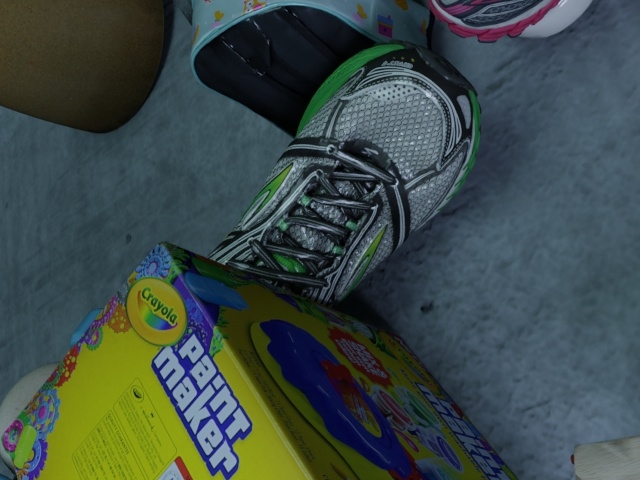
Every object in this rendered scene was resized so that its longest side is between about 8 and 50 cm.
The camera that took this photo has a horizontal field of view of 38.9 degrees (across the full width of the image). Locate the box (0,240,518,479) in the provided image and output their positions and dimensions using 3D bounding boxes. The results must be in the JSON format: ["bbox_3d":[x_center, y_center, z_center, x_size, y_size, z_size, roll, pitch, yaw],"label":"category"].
[{"bbox_3d":[0.001,0.188,0.572,0.177,0.279,0.290,-49,51,12],"label":"box"}]

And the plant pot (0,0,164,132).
[{"bbox_3d":[-0.350,-0.251,1.027,0.237,0.254,0.237,0,90,40],"label":"plant pot"}]

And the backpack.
[{"bbox_3d":[-0.013,-0.174,0.748,0.166,0.188,0.144,-19,68,41],"label":"backpack"}]

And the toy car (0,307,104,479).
[{"bbox_3d":[-0.193,0.231,0.870,0.210,0.238,0.219,22,55,10],"label":"toy car"}]

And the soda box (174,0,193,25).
[{"bbox_3d":[-0.103,-0.241,0.948,0.060,0.053,0.169,-53,49,23],"label":"soda box"}]

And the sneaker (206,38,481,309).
[{"bbox_3d":[0.000,0.000,0.695,0.343,0.134,0.146,-53,4,33],"label":"sneaker"}]

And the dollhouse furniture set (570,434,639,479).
[{"bbox_3d":[0.218,0.076,0.504,0.129,0.129,0.184,-22,67,40],"label":"dollhouse furniture set"}]

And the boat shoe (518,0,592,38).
[{"bbox_3d":[0.076,-0.298,0.710,0.127,0.158,0.340,-48,51,26],"label":"boat shoe"}]

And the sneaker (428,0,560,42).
[{"bbox_3d":[0.188,-0.253,0.577,0.121,0.112,0.299,41,96,7],"label":"sneaker"}]
